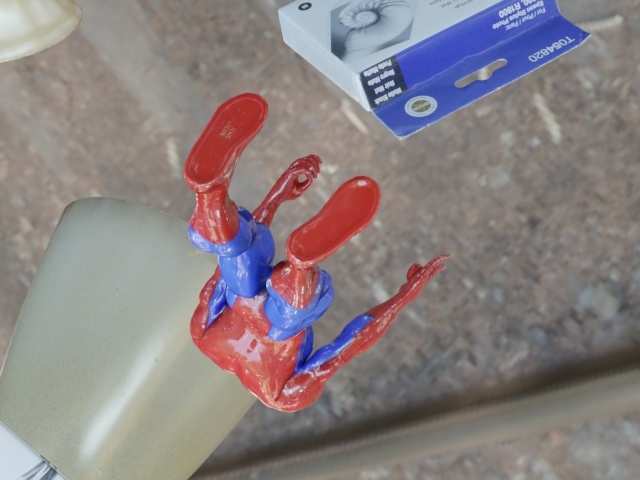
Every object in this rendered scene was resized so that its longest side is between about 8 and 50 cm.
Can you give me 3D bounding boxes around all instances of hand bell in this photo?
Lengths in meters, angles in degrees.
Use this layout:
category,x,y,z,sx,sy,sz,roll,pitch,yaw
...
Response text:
category,x,y,z,sx,sy,sz,roll,pitch,yaw
hand bell,-0.281,-0.276,1.215,0.126,0.126,0.242,17,133,36

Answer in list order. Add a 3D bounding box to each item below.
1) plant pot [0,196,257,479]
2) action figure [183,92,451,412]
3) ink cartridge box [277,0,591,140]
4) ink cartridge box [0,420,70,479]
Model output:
category,x,y,z,sx,sy,sz,roll,pitch,yaw
plant pot,-0.192,0.146,1.391,0.256,0.274,0.256,22,154,12
action figure,0.000,0.000,0.744,0.091,0.139,0.280,39,159,10
ink cartridge box,0.104,-0.208,1.447,0.224,0.223,0.045,45,158,45
ink cartridge box,-0.232,0.206,1.035,0.190,0.140,0.082,40,164,5
